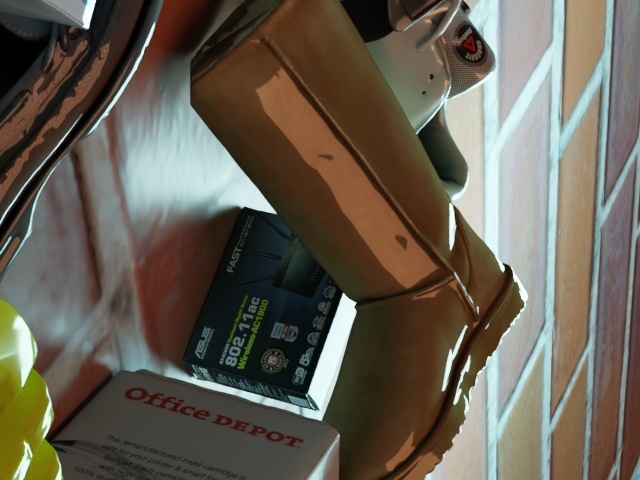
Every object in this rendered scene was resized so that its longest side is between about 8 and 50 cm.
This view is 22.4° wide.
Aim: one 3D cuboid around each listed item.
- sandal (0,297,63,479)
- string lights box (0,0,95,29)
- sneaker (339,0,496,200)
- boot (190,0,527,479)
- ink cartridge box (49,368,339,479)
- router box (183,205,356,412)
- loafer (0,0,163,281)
[{"bbox_3d":[-0.174,0.142,0.693,0.126,0.138,0.317,-68,158,-50],"label":"sandal"},{"bbox_3d":[-0.125,-0.223,0.610,0.077,0.133,0.259,27,78,-70],"label":"string lights box"},{"bbox_3d":[0.052,-0.166,1.095,0.122,0.146,0.330,-55,149,-42],"label":"sneaker"},{"bbox_3d":[0.000,0.000,1.000,0.269,0.089,0.236,54,45,-22],"label":"boot"},{"bbox_3d":[-0.096,0.174,0.899,0.208,0.153,0.086,-48,146,-51],"label":"ink cartridge box"},{"bbox_3d":[-0.027,0.045,1.086,0.038,0.092,0.122,60,47,-61],"label":"router box"},{"bbox_3d":[-0.146,-0.076,0.710,0.267,0.096,0.084,-67,152,-19],"label":"loafer"}]
